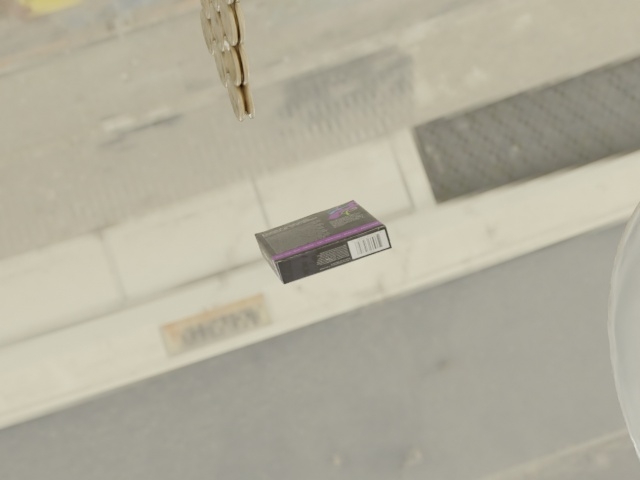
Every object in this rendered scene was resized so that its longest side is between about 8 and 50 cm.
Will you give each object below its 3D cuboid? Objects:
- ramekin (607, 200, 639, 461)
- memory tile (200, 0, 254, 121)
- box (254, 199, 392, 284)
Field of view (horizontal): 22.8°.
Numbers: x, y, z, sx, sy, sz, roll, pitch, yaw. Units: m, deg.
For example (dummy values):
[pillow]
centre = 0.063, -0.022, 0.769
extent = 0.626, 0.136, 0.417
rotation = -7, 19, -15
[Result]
[ramekin]
centre = 0.253, 0.028, 0.554
extent = 0.277, 0.277, 0.135
rotation = -13, 150, -27
[memory tile]
centre = -0.070, -0.166, 1.125
extent = 0.012, 0.113, 0.148
rotation = -14, 140, -11
[box]
centre = 0.000, 0.000, 1.626
extent = 0.116, 0.029, 0.162
rotation = -19, -166, -6
